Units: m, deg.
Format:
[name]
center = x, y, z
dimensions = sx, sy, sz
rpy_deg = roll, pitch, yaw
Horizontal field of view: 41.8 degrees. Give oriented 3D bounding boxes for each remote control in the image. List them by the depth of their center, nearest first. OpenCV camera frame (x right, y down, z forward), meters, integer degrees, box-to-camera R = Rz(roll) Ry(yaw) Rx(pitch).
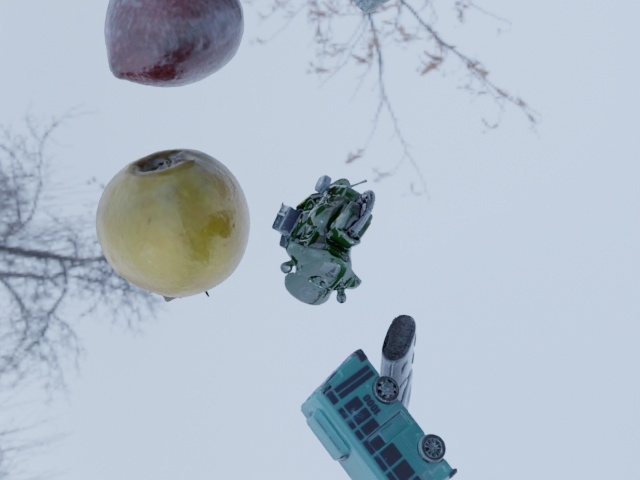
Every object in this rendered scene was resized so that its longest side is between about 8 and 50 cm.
[remote control]
center = 0.104, 0.287, 1.243
dimensions = 0.107, 0.044, 0.377
rpy_deg = -67, 163, -55

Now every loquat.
[loquat]
center = -0.251, -0.020, 1.444
dimensions = 0.275, 0.275, 0.274
rpy_deg = 23, -63, 56

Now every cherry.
[cherry]
center = -0.260, -0.380, 1.468
dimensions = 0.230, 0.300, 0.203
rpy_deg = 43, -33, -9

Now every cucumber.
[cucumber]
center = 0.120, -0.522, 1.757
dimensions = 0.112, 0.064, 0.064
rpy_deg = -21, -100, 46

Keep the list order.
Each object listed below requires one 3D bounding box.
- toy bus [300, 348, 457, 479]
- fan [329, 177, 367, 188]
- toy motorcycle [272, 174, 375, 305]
[toy bus]
center = 0.053, 0.202, 0.867
dimensions = 0.160, 0.092, 0.079
rpy_deg = 53, -29, 11
[fan]
center = 0.042, -0.087, 1.428
dimensions = 0.083, 0.004, 0.056
rpy_deg = -20, -129, 21
[toy motorcycle]
center = 0.000, 0.000, 1.269
dimensions = 0.187, 0.125, 0.275
rpy_deg = -60, -163, -2
